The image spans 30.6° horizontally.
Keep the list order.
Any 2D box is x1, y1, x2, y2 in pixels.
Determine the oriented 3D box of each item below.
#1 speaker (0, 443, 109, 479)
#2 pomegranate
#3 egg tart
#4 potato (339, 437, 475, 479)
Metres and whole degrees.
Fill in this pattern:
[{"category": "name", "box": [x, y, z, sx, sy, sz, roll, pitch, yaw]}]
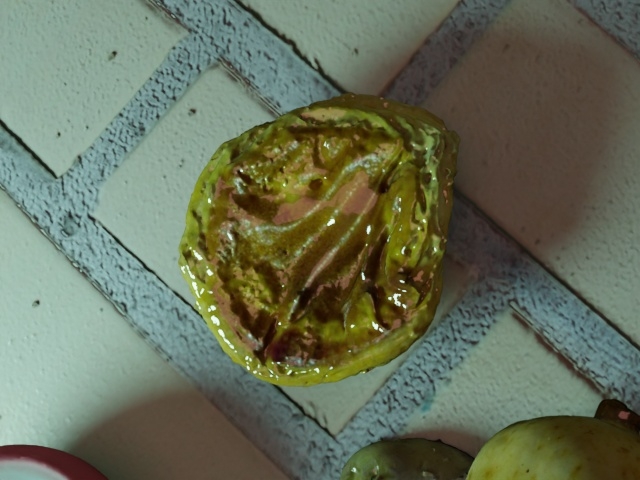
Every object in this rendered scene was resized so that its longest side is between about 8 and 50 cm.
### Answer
[{"category": "speaker", "box": [-0.350, 0.377, 1.351, 0.294, 0.294, 0.294, -1, 81, 10]}, {"category": "pomegranate", "box": [0.278, 0.331, 1.243, 0.307, 0.307, 0.307, -1, 81, 10]}, {"category": "egg tart", "box": [0.000, 0.000, 1.403, 0.340, 0.153, 0.351, 0, 82, 10]}, {"category": "potato", "box": [0.090, 0.277, 1.378, 0.172, 0.089, 0.100, -33, 75, 5]}]
